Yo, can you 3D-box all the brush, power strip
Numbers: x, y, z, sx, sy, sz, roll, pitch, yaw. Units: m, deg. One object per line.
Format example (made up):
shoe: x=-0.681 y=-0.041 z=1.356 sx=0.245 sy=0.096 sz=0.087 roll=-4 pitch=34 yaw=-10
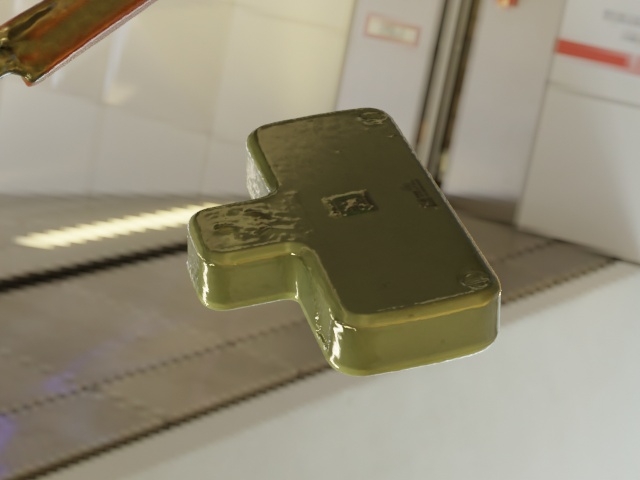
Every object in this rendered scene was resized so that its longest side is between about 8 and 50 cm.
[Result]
brush: x=-0.176 y=-0.174 z=1.295 sx=0.323 sy=0.051 sz=0.070 roll=-38 pitch=-168 yaw=-33
power strip: x=0.000 y=0.000 z=1.234 sx=0.194 sy=0.059 sz=0.265 roll=-10 pitch=-142 yaw=-14
